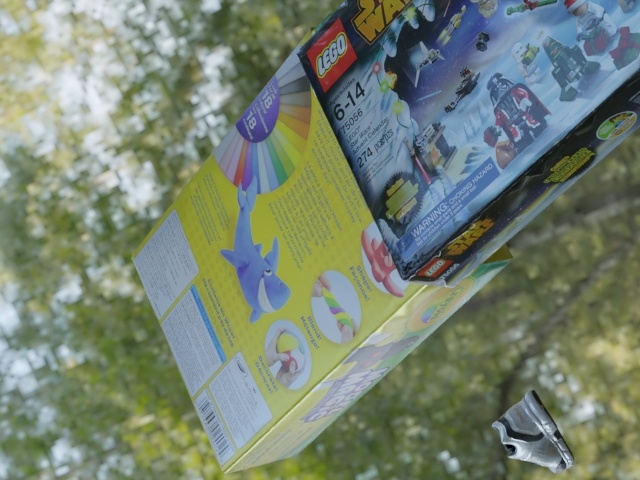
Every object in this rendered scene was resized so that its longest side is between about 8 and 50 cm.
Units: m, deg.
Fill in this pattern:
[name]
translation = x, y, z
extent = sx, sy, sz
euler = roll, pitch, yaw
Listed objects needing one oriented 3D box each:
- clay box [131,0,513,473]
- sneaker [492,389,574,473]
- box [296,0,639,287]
[clay box]
translation = 0.000, 0.000, 0.759
extent = 0.053, 0.222, 0.127
euler = -8, -116, -40
[sneaker]
translation = 0.157, 0.147, 1.236
extent = 0.040, 0.044, 0.109
euler = 58, -177, 38
[box]
translation = 0.058, -0.063, 0.496
extent = 0.027, 0.137, 0.094
euler = 9, -133, -44
